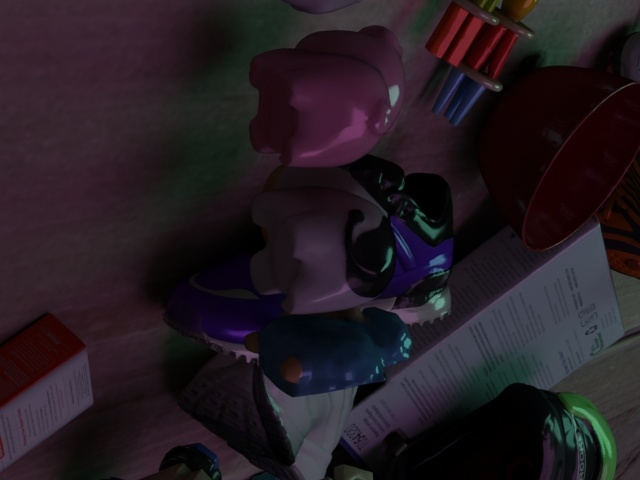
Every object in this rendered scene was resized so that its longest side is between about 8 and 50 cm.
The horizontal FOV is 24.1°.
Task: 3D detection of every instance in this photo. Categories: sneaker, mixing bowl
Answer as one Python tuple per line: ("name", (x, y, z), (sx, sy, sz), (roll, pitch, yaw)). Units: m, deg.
("sneaker", (0.322, -0.065, 1.558), (0.124, 0.180, 0.321), (-43, 120, -33))
("mixing bowl", (0.208, -0.090, 1.364), (0.181, 0.098, 0.181), (-37, 150, -26))
("sneaker", (0.000, 0.000, 1.160), (0.293, 0.102, 0.146), (-11, 118, -46))
("sneaker", (-0.034, 0.124, 1.263), (0.129, 0.111, 0.297), (-60, 166, -11))
("sneaker", (0.085, 0.314, 1.561), (0.483, 0.185, 0.202), (-46, 139, 4))

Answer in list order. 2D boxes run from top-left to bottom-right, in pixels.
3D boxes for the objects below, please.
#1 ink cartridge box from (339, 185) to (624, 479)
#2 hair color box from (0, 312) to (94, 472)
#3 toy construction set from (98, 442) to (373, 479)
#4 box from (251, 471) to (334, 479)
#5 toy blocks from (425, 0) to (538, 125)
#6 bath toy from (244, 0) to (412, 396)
("ink cartridge box", (0.161, 0.119, 1.569), (0.330, 0.071, 0.324), (-35, 153, -1))
("hair color box", (-0.221, 0.118, 1.003), (0.141, 0.043, 0.072), (-37, 150, -30))
("toy construction set", (-0.093, 0.268, 1.179), (0.327, 0.215, 0.151), (-33, -165, 26))
("box", (-0.071, 0.339, 1.508), (0.100, 0.060, 0.244), (-6, 129, -56))
("toy blocks", (0.123, -0.162, 1.185), (0.148, 0.054, 0.123), (-59, 154, 15))
("bath toy", (0.016, -0.076, 0.974), (0.129, 0.151, 0.348), (-8, 115, -23))
